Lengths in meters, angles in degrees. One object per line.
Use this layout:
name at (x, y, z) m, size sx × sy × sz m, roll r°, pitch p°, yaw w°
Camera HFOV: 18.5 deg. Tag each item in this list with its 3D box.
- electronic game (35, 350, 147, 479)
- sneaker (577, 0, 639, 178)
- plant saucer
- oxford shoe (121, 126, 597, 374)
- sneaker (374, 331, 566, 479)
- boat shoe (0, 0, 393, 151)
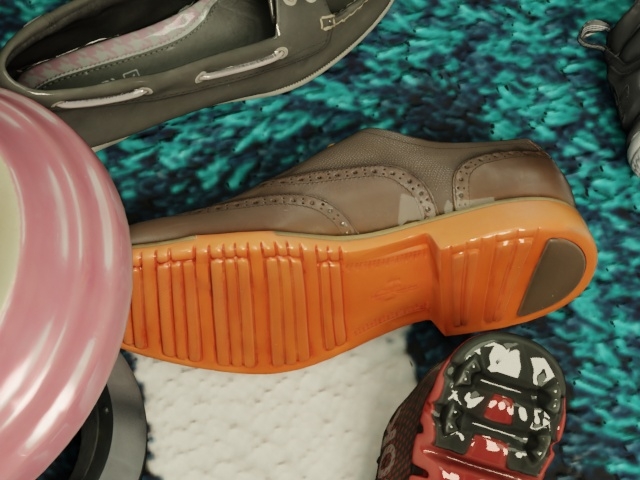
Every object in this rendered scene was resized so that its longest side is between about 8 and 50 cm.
electronic game at (-0.230, 0.136, 1.318) m, size 0.229 × 0.048 × 0.229 m, roll 0°, pitch 59°, yaw 1°
sneaker at (0.323, -0.155, 1.442) m, size 0.268 × 0.101 × 0.153 m, roll -23°, pitch 72°, yaw -9°
plant saucer at (-0.288, 0.034, 1.280) m, size 0.332 × 0.084 × 0.332 m, roll -8°, pitch 64°, yaw 17°
oxford shoe at (0.000, 0.000, 1.367) m, size 0.363 × 0.130 × 0.133 m, roll -5°, pitch 47°, yaw -10°
sneaker at (0.076, 0.188, 1.289) m, size 0.097 × 0.135 × 0.276 m, roll 21°, pitch 90°, yaw -7°
boat shoe at (-0.084, -0.155, 1.425) m, size 0.335 × 0.095 × 0.112 m, roll -26°, pitch 70°, yaw -13°
